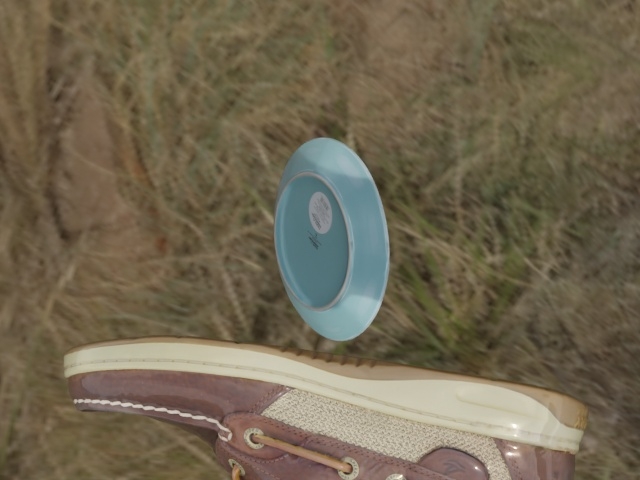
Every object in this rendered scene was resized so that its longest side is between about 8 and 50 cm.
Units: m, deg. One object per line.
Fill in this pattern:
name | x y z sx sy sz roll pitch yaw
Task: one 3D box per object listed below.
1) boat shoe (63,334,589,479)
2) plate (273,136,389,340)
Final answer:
boat shoe | -0.009 0.131 1.013 0.342 0.123 0.123 7 84 16
plate | 0.000 0.000 1.486 0.188 0.024 0.188 15 109 56
